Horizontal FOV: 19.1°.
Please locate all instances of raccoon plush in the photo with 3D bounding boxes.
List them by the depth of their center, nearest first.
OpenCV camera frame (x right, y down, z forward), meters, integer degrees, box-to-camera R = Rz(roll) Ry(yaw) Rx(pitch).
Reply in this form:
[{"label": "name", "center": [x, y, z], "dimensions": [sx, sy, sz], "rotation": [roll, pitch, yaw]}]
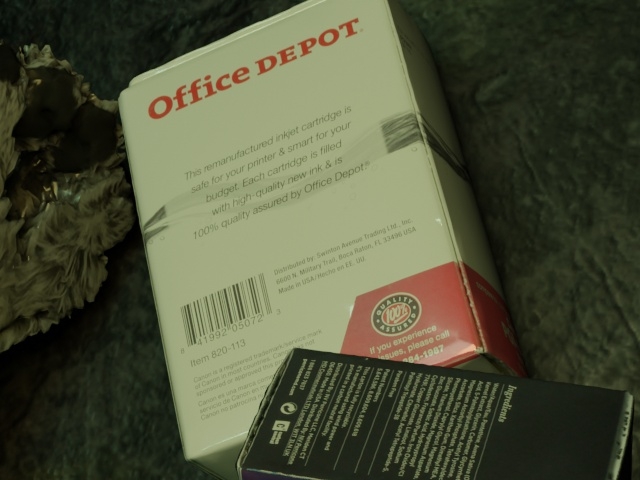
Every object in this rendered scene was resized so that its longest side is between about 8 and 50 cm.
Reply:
[{"label": "raccoon plush", "center": [-0.345, -0.010, 1.342], "dimensions": [0.299, 0.216, 0.446], "rotation": [17, 62, 36]}]

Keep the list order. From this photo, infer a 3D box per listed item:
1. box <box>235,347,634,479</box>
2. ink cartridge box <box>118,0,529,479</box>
[{"label": "box", "center": [0.071, 0.161, 1.090], "dimensions": [0.207, 0.153, 0.108], "rotation": [6, 39, 17]}, {"label": "ink cartridge box", "center": [0.000, 0.000, 1.254], "dimensions": [0.207, 0.117, 0.283], "rotation": [-22, 61, 16]}]
